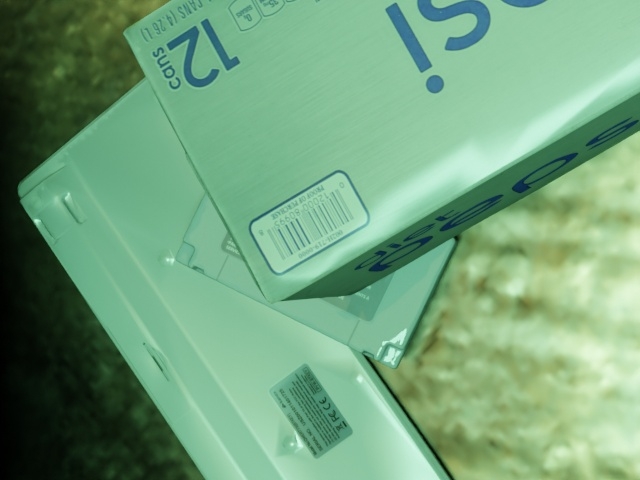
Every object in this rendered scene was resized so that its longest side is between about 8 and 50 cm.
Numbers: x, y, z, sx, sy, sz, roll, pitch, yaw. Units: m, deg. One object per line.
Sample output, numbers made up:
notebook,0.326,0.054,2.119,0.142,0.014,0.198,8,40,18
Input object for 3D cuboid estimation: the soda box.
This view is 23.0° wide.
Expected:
soda box,0.096,-0.089,0.440,0.286,0.098,0.091,-30,82,12

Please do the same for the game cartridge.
game cartridge,0.000,0.000,0.520,0.083,0.017,0.056,27,95,9

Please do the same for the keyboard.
keyboard,-0.010,0.064,0.536,0.072,0.014,0.256,-37,82,11
